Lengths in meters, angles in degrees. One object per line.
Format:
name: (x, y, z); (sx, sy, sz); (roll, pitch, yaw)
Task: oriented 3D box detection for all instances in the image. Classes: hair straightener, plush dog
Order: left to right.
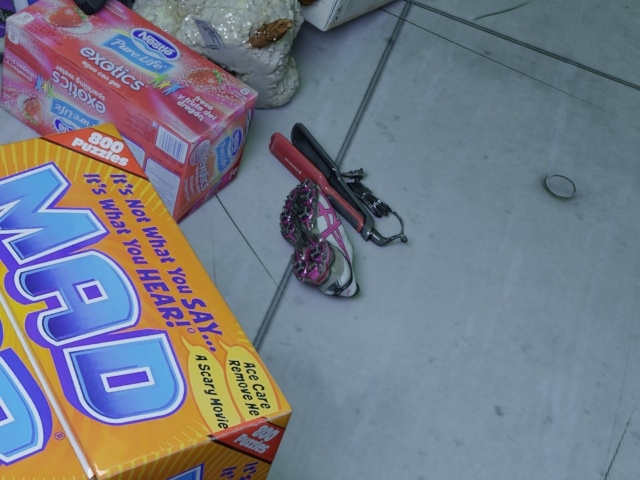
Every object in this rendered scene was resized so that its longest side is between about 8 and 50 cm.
plush dog: (-0.098, -0.332, 1.772); (0.262, 0.210, 0.226); (20, 64, -28)
hair straightener: (0.038, -0.076, 1.750); (0.230, 0.047, 0.089); (42, 50, 21)

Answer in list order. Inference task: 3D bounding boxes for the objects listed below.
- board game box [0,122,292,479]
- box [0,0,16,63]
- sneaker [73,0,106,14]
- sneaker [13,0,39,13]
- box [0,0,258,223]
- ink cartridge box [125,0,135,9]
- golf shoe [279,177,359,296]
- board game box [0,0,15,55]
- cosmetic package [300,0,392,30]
board game box: (-0.295, 0.169, 1.196); (0.356, 0.357, 0.356); (-16, 55, -29)
box: (-0.465, -0.344, 1.833); (0.183, 0.056, 0.231); (28, 46, 9)
sneaker: (-0.256, -0.386, 1.706); (0.101, 0.106, 0.267); (1, 35, 34)
sneaker: (-0.310, -0.425, 1.802); (0.182, 0.127, 0.316); (4, 49, 3)
box: (-0.246, -0.177, 1.682); (0.300, 0.154, 0.142); (34, 46, 16)
ink cartridge box: (-0.203, -0.379, 1.925); (0.158, 0.092, 0.218); (-12, 54, -26)
golf shoe: (0.000, 0.000, 1.666); (0.086, 0.067, 0.186); (31, 31, -34)
board game box: (-0.525, -0.389, 1.729); (0.208, 0.056, 0.347); (16, 36, -45)
cosmetic package: (0.042, -0.430, 1.995); (0.160, 0.113, 0.309); (36, 35, 16)
